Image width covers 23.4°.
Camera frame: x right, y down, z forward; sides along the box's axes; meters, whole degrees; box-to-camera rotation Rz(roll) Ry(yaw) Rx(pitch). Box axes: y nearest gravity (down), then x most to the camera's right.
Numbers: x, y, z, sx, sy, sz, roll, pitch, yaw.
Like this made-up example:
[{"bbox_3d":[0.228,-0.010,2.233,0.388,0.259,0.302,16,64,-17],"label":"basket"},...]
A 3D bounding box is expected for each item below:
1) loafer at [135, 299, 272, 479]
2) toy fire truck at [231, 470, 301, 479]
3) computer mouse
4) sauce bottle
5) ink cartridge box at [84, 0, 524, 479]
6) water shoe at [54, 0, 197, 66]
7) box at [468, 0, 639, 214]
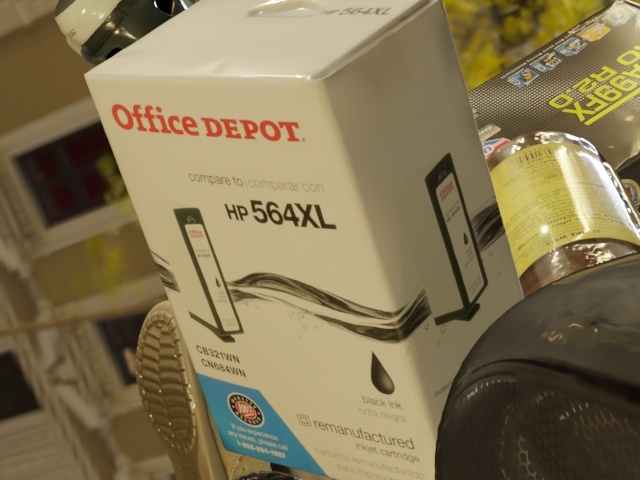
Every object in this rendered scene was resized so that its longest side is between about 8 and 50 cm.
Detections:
[{"bbox_3d":[-0.096,0.175,1.435,0.092,0.102,0.268,-23,-72,-34],"label":"loafer"},{"bbox_3d":[-0.079,0.220,0.697,0.246,0.158,0.217,-11,-137,-28],"label":"toy fire truck"},{"bbox_3d":[0.120,0.027,0.391,0.188,0.272,0.072,-12,-98,-29],"label":"computer mouse"},{"bbox_3d":[0.159,0.040,0.924,0.111,0.111,0.344,57,-168,-21],"label":"sauce bottle"},{"bbox_3d":[0.000,0.000,0.675,0.086,0.148,0.203,-38,-60,-36],"label":"ink cartridge box"},{"bbox_3d":[-0.094,-0.109,0.851,0.080,0.073,0.203,44,-173,-3],"label":"water shoe"},{"bbox_3d":[0.230,-0.096,1.340,0.216,0.270,0.060,41,159,53],"label":"box"}]
